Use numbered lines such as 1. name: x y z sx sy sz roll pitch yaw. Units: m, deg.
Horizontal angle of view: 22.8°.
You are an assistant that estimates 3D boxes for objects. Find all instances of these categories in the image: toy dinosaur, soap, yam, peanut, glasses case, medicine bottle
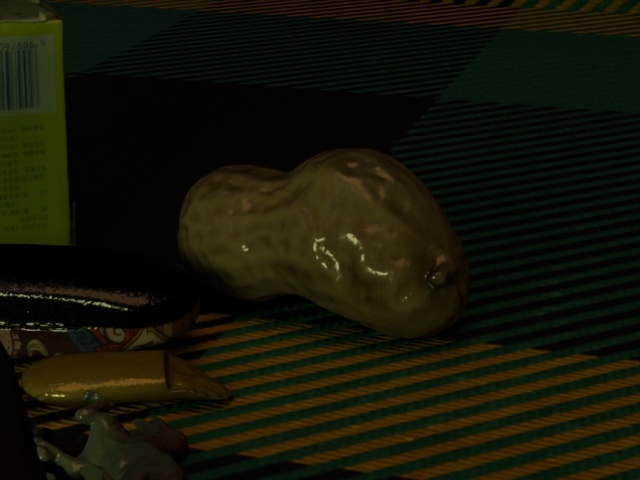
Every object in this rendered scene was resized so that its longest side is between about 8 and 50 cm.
1. toy dinosaur: -0.114 0.172 1.080 0.167 0.053 0.242 13 12 -42
2. soap: -0.156 0.110 1.284 0.168 0.033 0.089 -2 19 -11
3. yam: -0.199 0.175 1.112 0.027 0.033 0.129 24 19 -15
4. peanut: 0.005 -0.008 1.445 0.291 0.159 0.143 12 -4 31
5. glasses case: -0.264 0.051 1.377 0.321 0.082 0.122 1 16 8
6. medicine bottle: -0.329 -0.112 1.602 0.141 0.250 0.137 -6 18 -23

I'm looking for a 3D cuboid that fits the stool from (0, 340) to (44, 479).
1. stool: -0.268 0.198 0.642 0.226 0.310 0.310 2 17 27
